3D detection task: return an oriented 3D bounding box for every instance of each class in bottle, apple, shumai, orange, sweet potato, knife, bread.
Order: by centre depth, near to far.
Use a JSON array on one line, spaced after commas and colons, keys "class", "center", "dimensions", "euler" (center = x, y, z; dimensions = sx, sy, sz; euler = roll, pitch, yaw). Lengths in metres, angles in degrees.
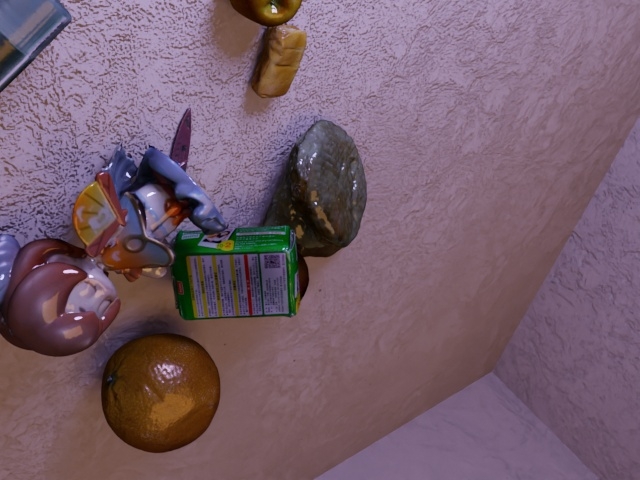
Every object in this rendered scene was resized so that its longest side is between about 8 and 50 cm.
[{"class": "bottle", "center": [-0.439, -0.210, 0.787], "dimensions": [0.286, 0.082, 0.082], "euler": [-44, 147, 1]}, {"class": "apple", "center": [-0.082, -0.381, 0.956], "dimensions": [0.114, 0.102, 0.099], "euler": [8, 123, -49]}, {"class": "bread", "center": [-0.072, -0.311, 1.091], "dimensions": [0.074, 0.053, 0.132], "euler": [-8, 135, -42]}, {"class": "knife", "center": [-0.259, -0.128, 1.137], "dimensions": [0.035, 0.018, 0.247], "euler": [-12, 133, -35]}, {"class": "shumai", "center": [-0.034, -0.111, 1.313], "dimensions": [0.222, 0.203, 0.272], "euler": [4, 90, -57]}, {"class": "orange", "center": [-0.343, 0.321, 1.346], "dimensions": [0.264, 0.264, 0.264], "euler": [-28, 144, -22]}, {"class": "sweet potato", "center": [-0.001, 0.005, 1.522], "dimensions": [0.233, 0.062, 0.081], "euler": [-6, 131, -47]}]

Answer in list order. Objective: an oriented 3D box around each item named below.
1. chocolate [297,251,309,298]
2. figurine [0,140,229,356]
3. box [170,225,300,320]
[{"class": "chocolate", "center": [-0.113, 0.074, 1.398], "dimensions": [0.176, 0.177, 0.177], "euler": [-28, 144, -22]}, {"class": "figurine", "center": [-0.375, 0.021, 1.010], "dimensions": [0.388, 0.248, 0.277], "euler": [-46, 146, -14]}, {"class": "box", "center": [-0.166, 0.069, 1.247], "dimensions": [0.250, 0.103, 0.180], "euler": [-2, 118, -2]}]
